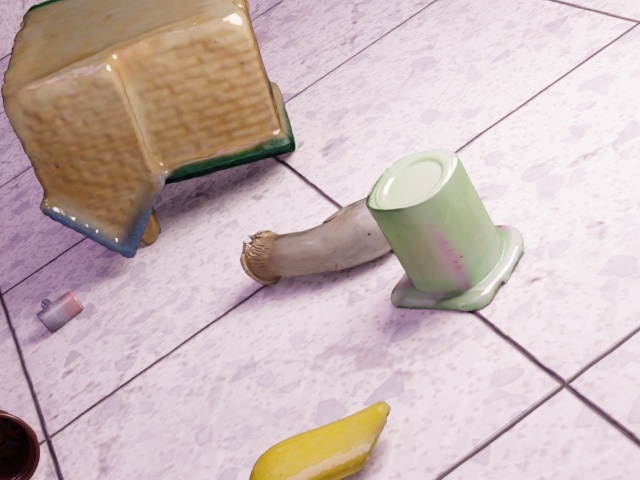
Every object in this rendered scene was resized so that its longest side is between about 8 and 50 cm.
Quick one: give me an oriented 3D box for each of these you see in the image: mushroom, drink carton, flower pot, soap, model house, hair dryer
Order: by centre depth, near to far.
[{"bbox_3d":[0.001,0.221,1.120,0.169,0.033,0.089,-23,32,14],"label":"soap"},{"bbox_3d":[0.135,-0.019,1.261,0.146,0.142,0.144,-2,39,44],"label":"drink carton"},{"bbox_3d":[-0.414,0.257,1.390,0.111,0.111,0.089,-36,17,-8],"label":"flower pot"},{"bbox_3d":[-0.001,0.004,1.417,0.223,0.081,0.092,-21,49,22],"label":"mushroom"},{"bbox_3d":[-0.410,0.102,1.696,0.063,0.037,0.114,-38,22,-16],"label":"hair dryer"},{"bbox_3d":[-0.253,-0.202,1.721,0.382,0.342,0.334,-16,34,3],"label":"model house"}]
